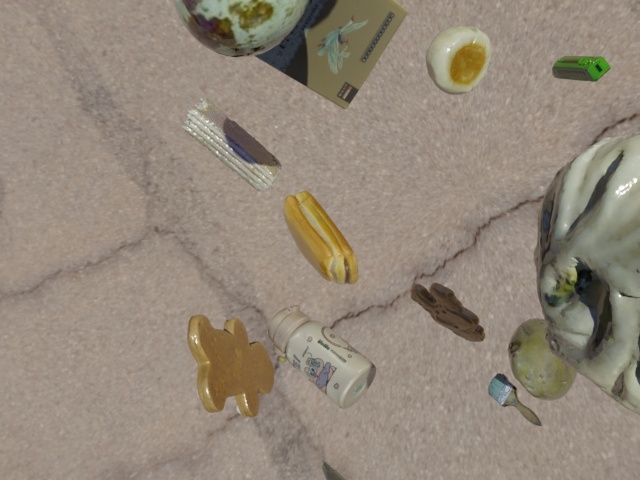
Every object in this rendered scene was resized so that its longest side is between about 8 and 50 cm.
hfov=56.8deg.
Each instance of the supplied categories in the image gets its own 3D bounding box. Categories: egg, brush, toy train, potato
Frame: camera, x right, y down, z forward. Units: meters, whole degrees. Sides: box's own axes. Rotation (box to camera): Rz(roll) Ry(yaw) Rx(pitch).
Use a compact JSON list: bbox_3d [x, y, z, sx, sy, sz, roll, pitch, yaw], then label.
[{"bbox_3d":[-0.085,-0.333,0.712,0.169,0.169,0.231,22,80,12],"label":"egg"},{"bbox_3d":[0.493,0.408,1.493,0.021,0.196,0.070,24,100,-28],"label":"brush"},{"bbox_3d":[0.579,-0.397,1.351,0.044,0.209,0.042,-43,107,8],"label":"toy train"},{"bbox_3d":[0.536,0.288,1.432,0.178,0.235,0.160,37,118,16],"label":"potato"}]

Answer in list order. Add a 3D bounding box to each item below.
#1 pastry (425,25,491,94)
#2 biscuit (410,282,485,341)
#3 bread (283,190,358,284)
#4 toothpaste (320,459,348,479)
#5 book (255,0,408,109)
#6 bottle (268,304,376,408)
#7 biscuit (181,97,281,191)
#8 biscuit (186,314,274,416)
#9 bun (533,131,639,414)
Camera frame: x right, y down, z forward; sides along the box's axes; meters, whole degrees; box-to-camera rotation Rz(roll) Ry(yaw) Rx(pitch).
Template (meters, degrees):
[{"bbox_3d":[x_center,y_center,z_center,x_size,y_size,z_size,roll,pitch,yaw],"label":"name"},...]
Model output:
[{"bbox_3d":[0.317,-0.416,1.363,0.156,0.092,0.156,-9,119,-15],"label":"pastry"},{"bbox_3d":[0.333,0.189,1.520,0.236,0.144,0.040,45,69,-21],"label":"biscuit"},{"bbox_3d":[0.000,0.000,1.145,0.077,0.116,0.200,-25,56,-16],"label":"bread"},{"bbox_3d":[0.060,0.500,1.115,0.061,0.392,0.099,-7,83,-17],"label":"toothpaste"},{"bbox_3d":[-0.013,-0.390,1.041,0.217,0.310,0.021,-56,36,16],"label":"book"},{"bbox_3d":[-0.008,0.208,1.076,0.209,0.097,0.110,35,114,30],"label":"bottle"},{"bbox_3d":[-0.191,-0.208,1.291,0.239,0.108,0.062,40,114,-13],"label":"biscuit"},{"bbox_3d":[-0.185,0.272,1.261,0.047,0.339,0.216,-16,76,15],"label":"biscuit"},{"bbox_3d":[0.368,0.039,0.664,0.210,0.359,0.360,-3,94,-14],"label":"bun"}]
